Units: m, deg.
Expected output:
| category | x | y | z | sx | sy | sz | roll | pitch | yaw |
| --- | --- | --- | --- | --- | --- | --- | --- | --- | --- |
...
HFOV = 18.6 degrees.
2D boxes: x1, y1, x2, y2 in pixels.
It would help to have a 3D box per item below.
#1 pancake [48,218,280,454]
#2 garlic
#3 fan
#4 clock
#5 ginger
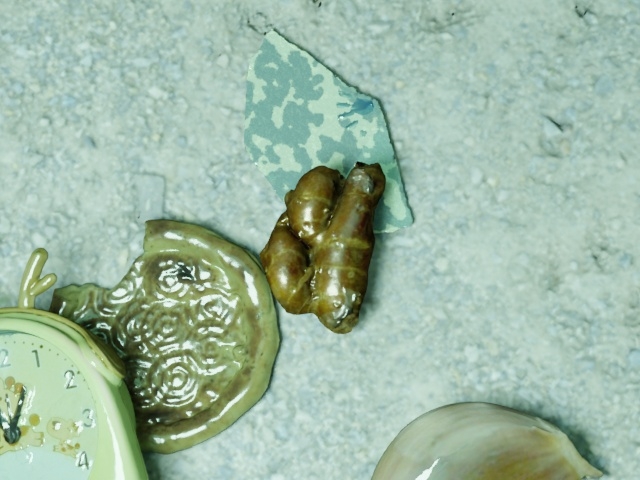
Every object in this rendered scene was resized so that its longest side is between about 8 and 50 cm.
| category | x | y | z | sx | sy | sz | roll | pitch | yaw |
| --- | --- | --- | --- | --- | --- | --- | --- | --- | --- |
| pancake | -0.149 | 0.093 | 1.825 | 0.235 | 0.029 | 0.212 | -43 | 77 | -2 |
| garlic | 0.101 | 0.248 | 1.732 | 0.148 | 0.128 | 0.266 | 41 | 96 | 26 |
| fan | 0.000 | -0.096 | 1.858 | 0.131 | 0.009 | 0.240 | -34 | 76 | -1 |
| clock | -0.273 | 0.169 | 1.769 | 0.235 | 0.096 | 0.308 | -12 | 82 | 13 |
| ginger | 0.000 | 0.000 | 1.803 | 0.103 | 0.073 | 0.162 | 13 | 84 | 0 |
